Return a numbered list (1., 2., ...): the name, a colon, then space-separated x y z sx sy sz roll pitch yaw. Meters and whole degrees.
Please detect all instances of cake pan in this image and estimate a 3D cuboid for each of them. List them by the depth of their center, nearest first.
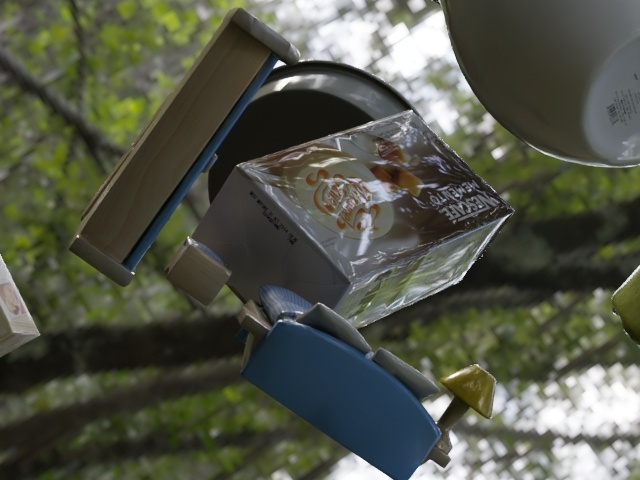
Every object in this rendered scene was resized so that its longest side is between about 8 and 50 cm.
1. cake pan: -0.002 -0.055 2.060 0.293 0.054 0.293 8 -69 20

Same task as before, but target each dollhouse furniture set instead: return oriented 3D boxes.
1. dollhouse furniture set: 0.000 0.000 1.342 0.303 0.198 0.286 36 2 -8

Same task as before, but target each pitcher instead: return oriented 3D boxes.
1. pitcher: 0.130 -0.111 0.990 0.178 0.125 0.207 54 -2 -43

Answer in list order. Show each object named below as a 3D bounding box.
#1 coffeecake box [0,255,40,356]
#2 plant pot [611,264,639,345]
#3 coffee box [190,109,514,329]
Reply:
1. coffeecake box: -0.334 0.027 1.466 0.185 0.142 0.068 62 7 9
2. plant pot: 0.306 0.020 0.983 0.276 0.254 0.276 49 8 -9
3. coffee box: 0.030 -0.011 1.541 0.141 0.246 0.098 47 -53 18
